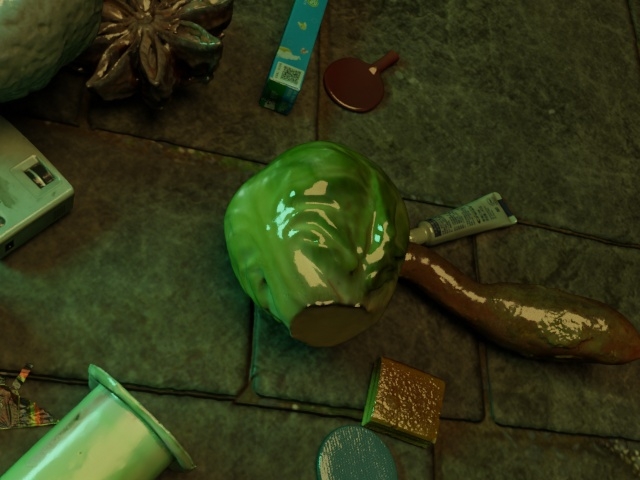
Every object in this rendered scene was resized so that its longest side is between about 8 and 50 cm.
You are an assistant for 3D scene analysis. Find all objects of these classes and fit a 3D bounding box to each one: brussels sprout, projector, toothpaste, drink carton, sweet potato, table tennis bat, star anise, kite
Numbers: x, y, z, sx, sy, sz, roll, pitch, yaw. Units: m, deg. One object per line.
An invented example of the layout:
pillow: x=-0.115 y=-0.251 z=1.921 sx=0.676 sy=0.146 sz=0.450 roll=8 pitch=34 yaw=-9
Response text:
brussels sprout: x=0.000 y=0.000 z=0.868 sx=0.244 sy=0.244 sz=0.244 roll=9 pitch=62 yaw=-18
projector: x=-0.378 y=-0.066 z=0.826 sx=0.147 sy=0.061 sz=0.115 roll=44 pitch=59 yaw=3
toothpaste: x=-0.032 y=-0.314 z=1.087 sx=0.050 sy=0.065 sz=0.266 roll=19 pitch=60 yaw=-8
drink carton: x=-0.226 y=0.225 z=0.702 sx=0.146 sy=0.144 sz=0.142 roll=44 pitch=64 yaw=4
sweet potato: x=0.256 y=0.095 z=0.981 sx=0.385 sy=0.109 sz=0.109 roll=18 pitch=59 yaw=1
table tennis bat: x=0.053 y=0.295 z=0.846 sx=0.100 sy=0.019 sz=0.155 roll=-15 pitch=70 yaw=-28
star anise: x=-0.225 y=-0.264 z=0.962 sx=0.236 sy=0.109 sz=0.223 roll=-34 pitch=58 yaw=-18
toothpaste: x=0.206 y=-0.026 z=1.056 sx=0.216 sy=0.037 sz=0.062 roll=-18 pitch=72 yaw=-32
table tennis bat: x=0.071 y=-0.260 z=1.129 sx=0.098 sy=0.019 sz=0.155 roll=46 pitch=60 yaw=5
kite: x=-0.336 y=0.169 z=0.759 sx=0.122 sy=0.004 sz=0.090 roll=37 pitch=57 yaw=-2

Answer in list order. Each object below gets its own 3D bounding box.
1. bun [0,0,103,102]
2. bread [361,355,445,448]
bun: x=-0.412 y=-0.279 z=0.807 sx=0.362 sy=0.211 sz=0.362 roll=2 pitch=55 yaw=-2
bread: x=0.106 y=0.203 z=0.902 sx=0.094 sy=0.035 sz=0.090 roll=22 pitch=58 yaw=-10
